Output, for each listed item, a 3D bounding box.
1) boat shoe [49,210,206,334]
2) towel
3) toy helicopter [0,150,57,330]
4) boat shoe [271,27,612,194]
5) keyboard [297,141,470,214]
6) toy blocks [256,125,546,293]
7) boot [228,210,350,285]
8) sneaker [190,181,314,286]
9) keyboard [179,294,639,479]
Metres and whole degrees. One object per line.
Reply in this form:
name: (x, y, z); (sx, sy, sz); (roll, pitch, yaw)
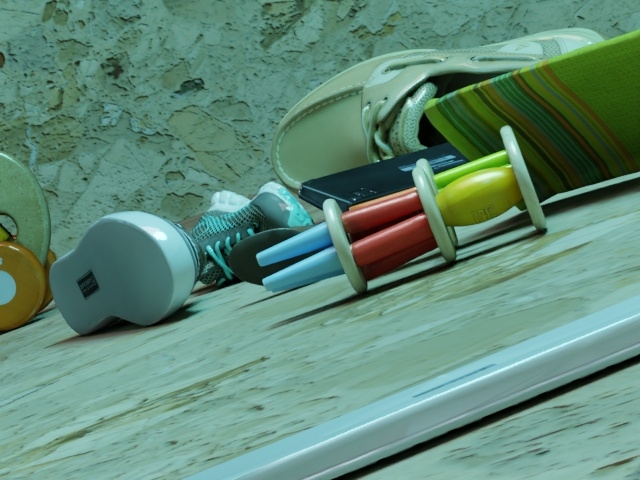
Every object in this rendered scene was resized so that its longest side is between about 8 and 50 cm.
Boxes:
boat shoe: (-0.120, 0.019, 1.356); (0.076, 0.080, 0.228); (-23, -3, -26)
towel: (0.175, -0.073, 1.050); (0.237, 0.102, 0.021); (-16, 49, 40)
toy helicopter: (-0.434, 0.008, 1.862); (0.355, 0.235, 0.140); (-20, 4, 1)
boat shoe: (0.085, -0.103, 1.628); (0.341, 0.121, 0.110); (-16, 5, 34)
keyboard: (0.085, -0.043, 1.364); (0.180, 0.023, 0.108); (-17, 19, -26)
toy blocks: (0.042, -0.010, 1.043); (0.148, 0.054, 0.123); (-20, 4, 6)
boot: (0.000, 0.000, 1.231); (0.106, 0.037, 0.114); (-6, 8, 5)
sneaker: (-0.056, 0.005, 1.407); (0.076, 0.065, 0.166); (-44, 13, -21)
keyboard: (0.046, 0.045, 0.585); (0.256, 0.014, 0.072); (-20, -1, -13)
